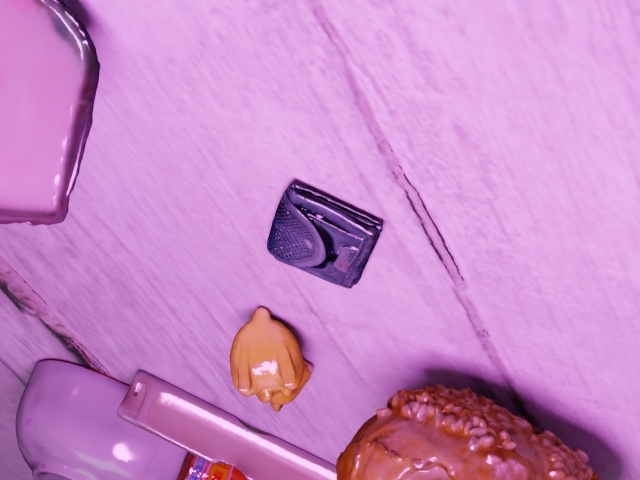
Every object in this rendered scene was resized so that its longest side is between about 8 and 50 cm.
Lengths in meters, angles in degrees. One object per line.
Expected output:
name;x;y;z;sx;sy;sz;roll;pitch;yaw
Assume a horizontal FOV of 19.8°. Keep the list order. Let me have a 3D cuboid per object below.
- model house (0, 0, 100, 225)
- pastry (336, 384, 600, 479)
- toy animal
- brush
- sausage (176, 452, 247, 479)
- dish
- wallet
model house;-0.326;-0.135;1.437;0.237;0.202;0.237;-1;-164;-30
pastry;0.144;0.237;1.711;0.255;0.162;0.311;25;157;8
toy animal;-0.044;0.127;1.809;0.070;0.083;0.159;-8;160;6
brush;-0.074;0.242;2.058;0.321;0.060;0.050;27;166;-1
sausage;-0.033;0.308;2.115;0.274;0.074;0.074;24;156;-10
dish;-0.262;0.258;2.197;0.256;0.117;0.256;21;155;10
wallet;0.000;0.000;1.546;0.088;0.026;0.129;25;155;2
